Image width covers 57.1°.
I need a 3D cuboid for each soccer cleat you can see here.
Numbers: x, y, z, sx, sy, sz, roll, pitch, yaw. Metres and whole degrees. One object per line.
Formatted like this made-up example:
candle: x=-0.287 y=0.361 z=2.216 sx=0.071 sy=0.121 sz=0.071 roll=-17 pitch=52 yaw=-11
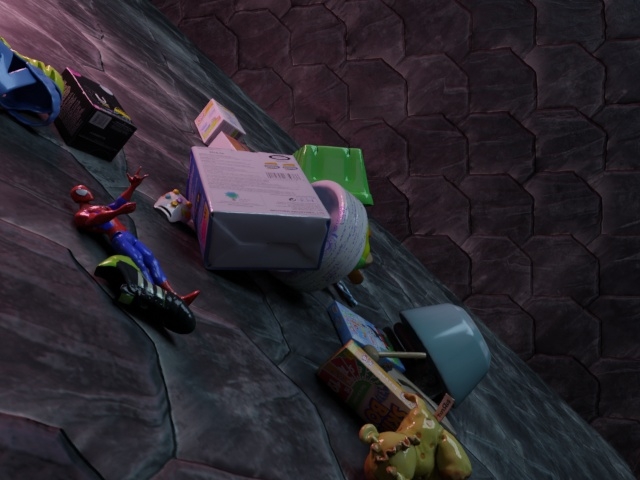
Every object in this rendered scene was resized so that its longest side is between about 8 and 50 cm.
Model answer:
soccer cleat: x=-0.274 y=0.091 z=0.915 sx=0.179 sy=0.060 sz=0.072 roll=38 pitch=22 yaw=6

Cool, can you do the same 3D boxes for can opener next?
can opener: x=0.261 y=0.357 z=1.675 sx=0.283 sy=0.076 sz=0.095 roll=-120 pitch=-169 yaw=-53

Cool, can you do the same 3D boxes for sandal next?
sandal: x=-0.596 y=-0.305 z=1.073 sx=0.317 sy=0.126 sz=0.138 roll=21 pitch=29 yaw=-56

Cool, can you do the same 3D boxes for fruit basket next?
fruit basket: x=0.020 y=-0.091 z=1.797 sx=0.283 sy=0.391 sz=0.392 roll=3 pitch=24 yaw=-11

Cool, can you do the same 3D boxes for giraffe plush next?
giraffe plush: x=0.151 y=0.383 z=1.035 sx=0.171 sy=0.210 sz=0.181 roll=-11 pitch=25 yaw=-44

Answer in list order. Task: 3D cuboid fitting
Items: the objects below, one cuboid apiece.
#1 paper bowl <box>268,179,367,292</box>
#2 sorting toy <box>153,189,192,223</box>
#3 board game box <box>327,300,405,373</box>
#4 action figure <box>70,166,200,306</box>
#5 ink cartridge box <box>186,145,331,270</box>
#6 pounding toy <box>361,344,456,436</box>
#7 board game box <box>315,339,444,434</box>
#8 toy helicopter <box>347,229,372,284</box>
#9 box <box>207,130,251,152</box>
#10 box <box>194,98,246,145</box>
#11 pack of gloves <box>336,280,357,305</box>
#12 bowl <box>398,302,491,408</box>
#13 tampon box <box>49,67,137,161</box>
paper bowl: x=0.000 y=0.000 z=1.501 sx=0.148 sy=0.284 sz=0.284 roll=34 pitch=16 yaw=-36
sorting toy: x=-0.331 y=-0.071 z=1.308 sx=0.083 sy=0.045 sz=0.075 roll=43 pitch=32 yaw=-1
board game box: x=0.122 y=0.264 z=1.573 sx=0.212 sy=0.039 sz=0.160 roll=34 pitch=16 yaw=-31
action figure: x=-0.304 y=-0.017 z=0.995 sx=0.280 sy=0.139 sz=0.091 roll=42 pitch=11 yaw=6
ink cartridge box: x=-0.165 y=-0.097 z=1.394 sx=0.270 sy=0.151 sz=0.395 roll=3 pitch=33 yaw=-22
pounding toy: x=0.201 y=0.339 z=1.303 sx=0.269 sy=0.155 sz=0.154 roll=42 pitch=8 yaw=-6
board game box: x=0.118 y=0.324 z=1.185 sx=0.259 sy=0.124 sz=0.039 roll=42 pitch=41 yaw=1
toy helicopter: x=0.037 y=0.016 z=2.003 sx=0.355 sy=0.140 sz=0.234 roll=21 pitch=32 yaw=-33
box: x=-0.275 y=-0.255 z=1.927 sx=0.130 sy=0.091 sz=0.170 roll=24 pitch=23 yaw=-55
box: x=-0.359 y=-0.401 z=2.088 sx=0.103 sy=0.114 sz=0.203 roll=32 pitch=17 yaw=-36
pack of gloves: x=0.025 y=0.105 z=1.809 sx=0.195 sy=0.046 sz=0.232 roll=54 pitch=1 yaw=-42
bowl: x=0.370 y=0.302 z=1.680 sx=0.311 sy=0.163 sz=0.311 roll=61 pitch=-1 yaw=2
tampon box: x=-0.502 y=-0.273 z=1.278 sx=0.161 sy=0.101 sz=0.120 roll=50 pitch=14 yaw=29
